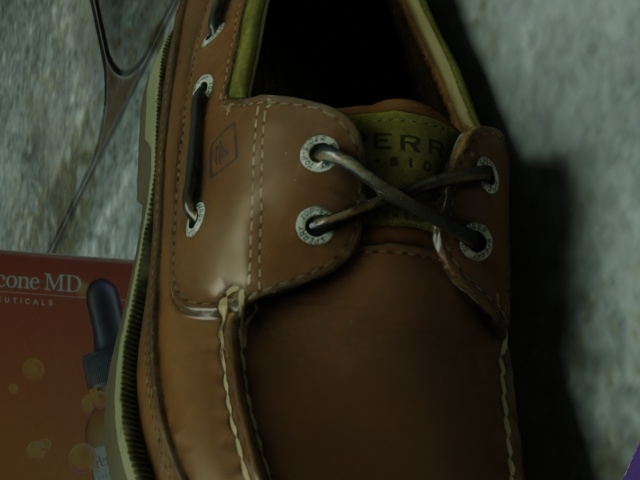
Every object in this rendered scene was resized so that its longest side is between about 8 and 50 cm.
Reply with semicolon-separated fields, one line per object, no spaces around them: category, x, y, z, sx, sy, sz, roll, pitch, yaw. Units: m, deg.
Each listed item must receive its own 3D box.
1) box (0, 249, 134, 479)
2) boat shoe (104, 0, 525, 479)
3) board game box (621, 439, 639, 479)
box;-0.123;0.093;0.677;0.091;0.130;0.171;-11;76;62
boat shoe;0.000;0.000;0.462;0.104;0.110;0.307;-61;31;36
board game box;0.100;0.131;0.337;0.141;0.048;0.170;50;128;52
